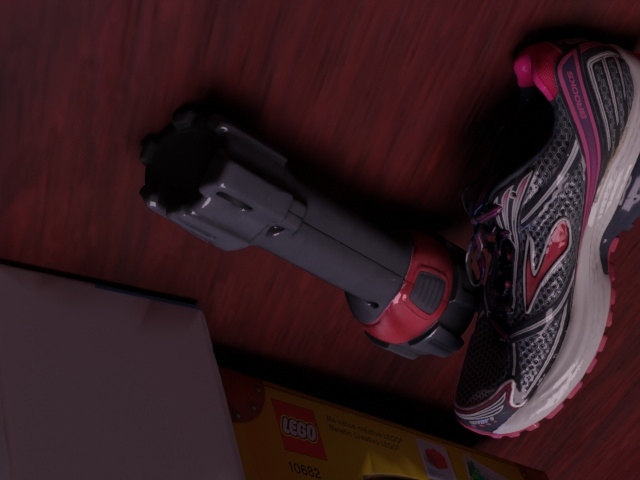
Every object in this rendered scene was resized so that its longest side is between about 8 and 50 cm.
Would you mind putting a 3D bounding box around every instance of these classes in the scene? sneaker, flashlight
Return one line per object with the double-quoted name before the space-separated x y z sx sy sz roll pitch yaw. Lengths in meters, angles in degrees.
"sneaker" 0.151 -0.001 0.837 0.112 0.121 0.299 11 104 -21
"flashlight" 0.000 0.000 0.838 0.103 0.103 0.304 -36 138 26

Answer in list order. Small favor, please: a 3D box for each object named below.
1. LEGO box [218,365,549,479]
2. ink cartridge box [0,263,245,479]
"LEGO box" -0.022 0.352 1.146 0.372 0.193 0.500 -40 137 26
"ink cartridge box" -0.224 0.185 0.888 0.198 0.197 0.270 15 134 -40
